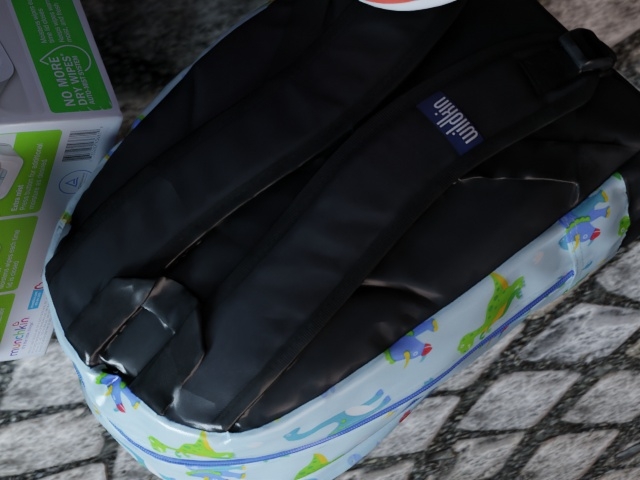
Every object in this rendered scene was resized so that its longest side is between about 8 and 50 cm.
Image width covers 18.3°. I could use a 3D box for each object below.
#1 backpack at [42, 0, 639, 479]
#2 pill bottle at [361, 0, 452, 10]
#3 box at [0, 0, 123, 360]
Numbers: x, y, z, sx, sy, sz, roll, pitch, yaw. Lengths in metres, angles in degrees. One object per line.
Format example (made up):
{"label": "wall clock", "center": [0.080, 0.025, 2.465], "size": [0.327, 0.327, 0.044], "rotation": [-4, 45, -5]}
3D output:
{"label": "backpack", "center": [0.000, 0.000, 1.244], "size": [0.355, 0.290, 0.273], "rotation": [-40, 162, -26]}
{"label": "pill bottle", "center": [-0.017, -0.256, 1.067], "size": [0.181, 0.181, 0.323], "rotation": [-38, 145, 22]}
{"label": "box", "center": [-0.276, -0.028, 1.287], "size": [0.231, 0.126, 0.262], "rotation": [-6, 145, -25]}
